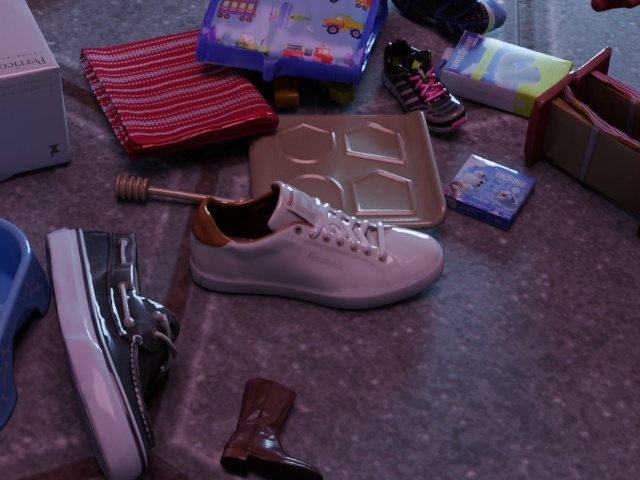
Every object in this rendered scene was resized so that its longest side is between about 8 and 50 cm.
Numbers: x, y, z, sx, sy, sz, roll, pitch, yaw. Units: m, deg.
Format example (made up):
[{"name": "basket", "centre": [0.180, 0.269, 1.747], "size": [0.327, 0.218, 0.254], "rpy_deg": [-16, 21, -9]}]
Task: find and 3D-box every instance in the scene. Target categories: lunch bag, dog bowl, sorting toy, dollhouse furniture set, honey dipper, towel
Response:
[{"name": "lunch bag", "centre": [-0.031, -0.312, 1.616], "size": [0.220, 0.138, 0.293], "rpy_deg": [11, 43, 6]}, {"name": "dog bowl", "centre": [-0.384, 0.087, 1.235], "size": [0.165, 0.074, 0.297], "rpy_deg": [6, 44, 2]}, {"name": "sorting toy", "centre": [0.023, -0.114, 1.501], "size": [0.229, 0.041, 0.307], "rpy_deg": [-4, 44, -3]}, {"name": "dollhouse furniture set", "centre": [0.380, -0.204, 1.380], "size": [0.152, 0.374, 0.201], "rpy_deg": [-35, 58, -27]}, {"name": "honey dipper", "centre": [-0.165, -0.054, 1.430], "size": [0.160, 0.030, 0.030], "rpy_deg": [8, 44, -1]}, {"name": "towel", "centre": [-0.190, -0.199, 1.550], "size": [0.198, 0.031, 0.275], "rpy_deg": [-14, 40, -18]}]

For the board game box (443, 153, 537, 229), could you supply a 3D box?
[{"name": "board game box", "centre": [0.208, -0.061, 1.468], "size": [0.090, 0.020, 0.090], "rpy_deg": [23, 46, 18]}]

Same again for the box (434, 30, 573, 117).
[{"name": "box", "centre": [0.244, -0.227, 1.625], "size": [0.178, 0.042, 0.109], "rpy_deg": [19, 46, 13]}]

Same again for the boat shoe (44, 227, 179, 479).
[{"name": "boat shoe", "centre": [-0.201, 0.094, 1.206], "size": [0.119, 0.121, 0.335], "rpy_deg": [-11, 46, -13]}]

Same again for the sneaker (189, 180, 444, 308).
[{"name": "sneaker", "centre": [0.000, 0.000, 1.319], "size": [0.290, 0.123, 0.106], "rpy_deg": [1, 43, -6]}]

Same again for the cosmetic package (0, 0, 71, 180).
[{"name": "cosmetic package", "centre": [-0.464, -0.240, 1.506], "size": [0.196, 0.155, 0.365], "rpy_deg": [-16, 47, -22]}]

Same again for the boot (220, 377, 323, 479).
[{"name": "boot", "centre": [-0.037, 0.187, 1.189], "size": [0.106, 0.037, 0.114], "rpy_deg": [14, 40, 7]}]

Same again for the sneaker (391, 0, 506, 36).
[{"name": "sneaker", "centre": [0.179, -0.354, 1.739], "size": [0.081, 0.080, 0.211], "rpy_deg": [-14, 45, -46]}]

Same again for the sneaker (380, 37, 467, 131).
[{"name": "sneaker", "centre": [0.131, -0.208, 1.568], "size": [0.063, 0.075, 0.170], "rpy_deg": [-27, 50, -13]}]
